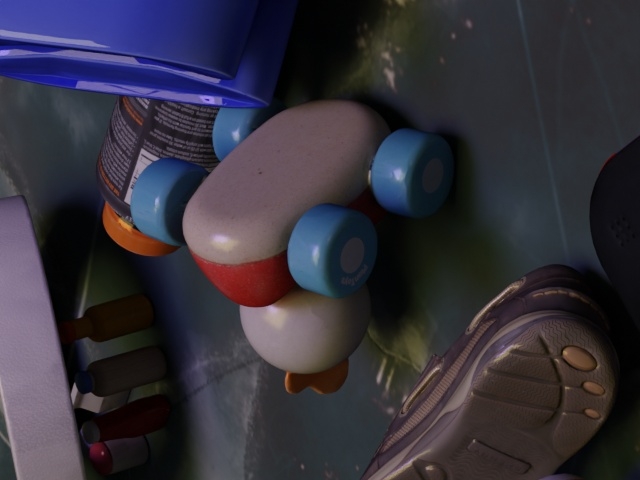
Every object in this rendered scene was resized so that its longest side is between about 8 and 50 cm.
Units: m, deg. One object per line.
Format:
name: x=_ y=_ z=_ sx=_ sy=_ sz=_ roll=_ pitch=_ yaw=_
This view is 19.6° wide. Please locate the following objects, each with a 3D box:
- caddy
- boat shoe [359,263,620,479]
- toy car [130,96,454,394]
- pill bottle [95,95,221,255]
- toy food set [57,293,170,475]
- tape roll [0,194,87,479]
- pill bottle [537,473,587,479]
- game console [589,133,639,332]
caddy: x=-0.170 y=-0.223 z=1.525 sx=0.341 sy=0.241 sz=0.179 roll=8 pitch=84 yaw=13
boat shoe: x=0.127 y=0.156 z=1.485 sx=0.132 sy=0.130 sz=0.355 roll=30 pitch=129 yaw=-11
toy car: x=-0.006 y=0.021 z=1.591 sx=0.219 sy=0.210 sz=0.238 roll=17 pitch=137 yaw=37
pill bottle: x=-0.136 y=-0.096 z=1.748 sx=0.130 sy=0.130 sz=0.245 roll=54 pitch=139 yaw=28
toy food set: x=-0.238 y=0.175 z=2.004 sx=0.111 sy=0.104 sz=0.232 roll=52 pitch=138 yaw=30
tape roll: x=-0.315 y=0.143 z=2.002 sx=0.392 sy=0.072 sz=0.392 roll=169 pitch=90 yaw=-80
pill bottle: x=0.245 y=0.294 z=1.322 sx=0.278 sy=0.162 sz=0.162 roll=28 pitch=124 yaw=38
game console: x=0.352 y=0.029 z=1.183 sx=0.386 sy=0.060 sz=0.342 roll=-43 pitch=67 yaw=52
